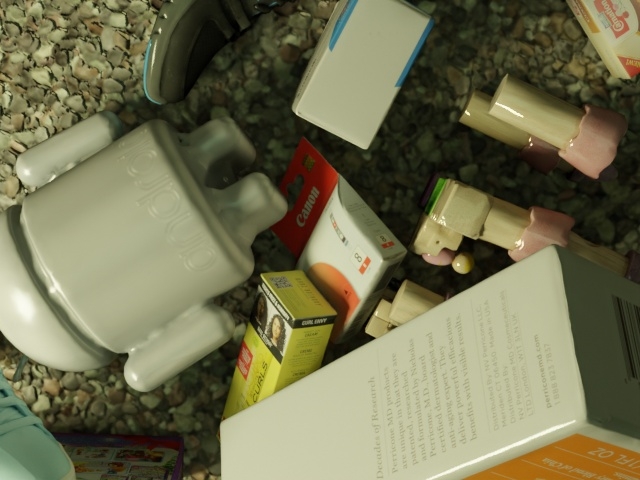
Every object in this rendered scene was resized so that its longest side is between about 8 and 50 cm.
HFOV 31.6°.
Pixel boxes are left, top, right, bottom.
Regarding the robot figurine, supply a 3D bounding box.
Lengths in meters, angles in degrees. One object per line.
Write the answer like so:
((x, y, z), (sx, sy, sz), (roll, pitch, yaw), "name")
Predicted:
((-0.212, 0.006, 1.206), (0.353, 0.200, 0.300), (-32, 75, 3), "robot figurine")

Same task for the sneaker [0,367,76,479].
((-0.385, 0.149, 1.164), (0.365, 0.135, 0.150), (27, 123, 31), "sneaker")

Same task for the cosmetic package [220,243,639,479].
((0.127, 0.193, 1.068), (0.230, 0.162, 0.453), (22, 141, -35), "cosmetic package")

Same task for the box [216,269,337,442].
((-0.052, 0.151, 1.243), (0.058, 0.087, 0.232), (-5, 127, -32), "box")

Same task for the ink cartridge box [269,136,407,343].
((0.000, 0.000, 1.216), (0.179, 0.045, 0.145), (47, 136, 20), "ink cartridge box")

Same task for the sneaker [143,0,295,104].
((-0.073, -0.282, 1.210), (0.139, 0.125, 0.341), (31, 98, -10), "sneaker")

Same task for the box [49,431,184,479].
((-0.304, 0.267, 1.240), (0.293, 0.201, 0.057), (2, 99, -1), "box")

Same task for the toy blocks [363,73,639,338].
((0.229, 0.019, 1.177), (0.260, 0.288, 0.309), (25, 94, -2), "toy blocks")

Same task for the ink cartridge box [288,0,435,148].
((0.037, -0.184, 1.186), (0.085, 0.203, 0.148), (26, 97, -7), "ink cartridge box")

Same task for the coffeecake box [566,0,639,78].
((0.373, -0.289, 1.247), (0.185, 0.068, 0.142), (-34, 99, 3), "coffeecake box")
